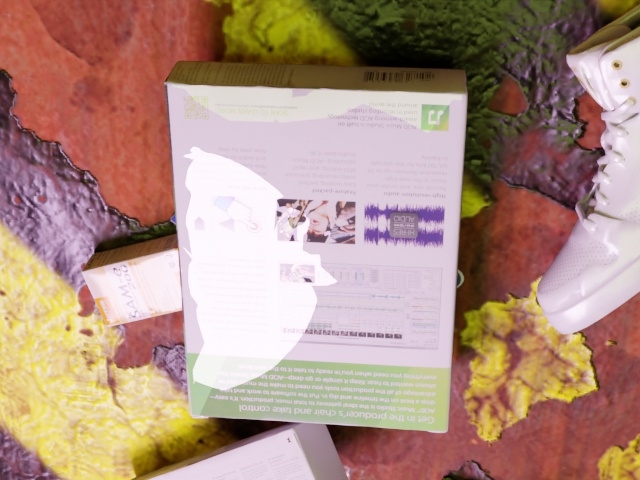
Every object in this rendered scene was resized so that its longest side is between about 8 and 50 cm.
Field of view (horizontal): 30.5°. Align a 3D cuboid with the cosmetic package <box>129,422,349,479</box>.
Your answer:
[{"bbox_3d":[-0.087,0.245,1.108,0.239,0.060,0.099,-23,90,30],"label":"cosmetic package"}]

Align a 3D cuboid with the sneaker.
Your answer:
[{"bbox_3d":[0.235,-0.075,0.915,0.169,0.108,0.292,38,106,-11],"label":"sneaker"}]

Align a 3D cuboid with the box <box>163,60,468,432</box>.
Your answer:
[{"bbox_3d":[-0.002,0.012,0.973,0.232,0.058,0.322,3,118,5],"label":"box"}]

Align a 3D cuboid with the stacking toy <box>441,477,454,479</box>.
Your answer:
[{"bbox_3d":[0.196,0.336,1.098,0.221,0.167,0.052,32,117,-11],"label":"stacking toy"}]

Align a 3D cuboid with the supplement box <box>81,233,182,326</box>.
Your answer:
[{"bbox_3d":[-0.156,0.035,1.056,0.098,0.036,0.062,-14,115,15],"label":"supplement box"}]

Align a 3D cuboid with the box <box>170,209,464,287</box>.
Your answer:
[{"bbox_3d":[0.000,0.000,1.017,0.225,0.036,0.136,39,116,-13],"label":"box"}]
